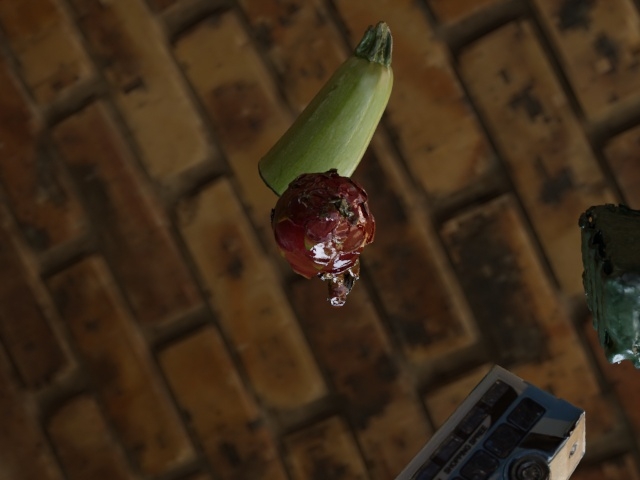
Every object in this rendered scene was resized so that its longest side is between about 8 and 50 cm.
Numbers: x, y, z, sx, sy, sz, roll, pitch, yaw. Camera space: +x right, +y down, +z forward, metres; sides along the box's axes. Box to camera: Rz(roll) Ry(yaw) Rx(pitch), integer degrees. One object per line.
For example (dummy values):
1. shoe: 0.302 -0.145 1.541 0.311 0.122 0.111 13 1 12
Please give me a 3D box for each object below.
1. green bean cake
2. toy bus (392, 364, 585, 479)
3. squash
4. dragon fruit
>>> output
1. green bean cake: 0.345 0.037 1.721 0.193 0.208 0.107 -86 -7 -71
2. toy bus: 0.138 0.270 1.878 0.297 0.131 0.106 -45 -29 -22
3. squash: 0.019 -0.139 2.010 0.094 0.224 0.094 24 -151 -14
4. dragon fruit: 0.000 0.000 1.701 0.190 0.094 0.094 91 173 -64
